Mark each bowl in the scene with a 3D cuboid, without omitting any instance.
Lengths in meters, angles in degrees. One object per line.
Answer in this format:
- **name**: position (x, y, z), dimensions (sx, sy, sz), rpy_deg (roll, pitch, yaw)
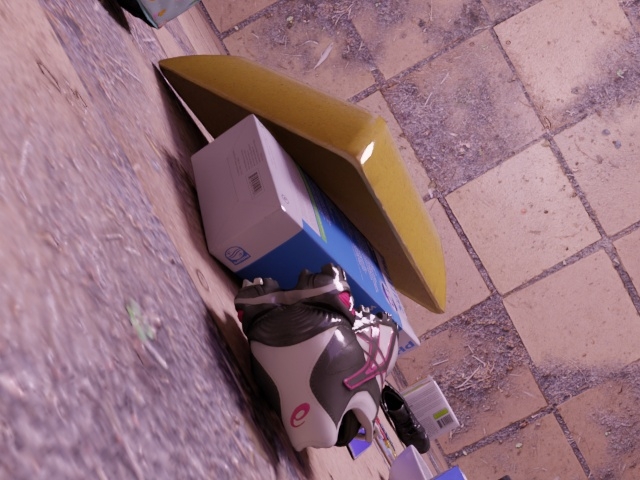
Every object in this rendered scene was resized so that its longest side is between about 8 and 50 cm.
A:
- **bowl**: position (0.129, 0.334, 0.855), dimensions (0.142, 0.053, 0.142), rpy_deg (61, 2, -35)

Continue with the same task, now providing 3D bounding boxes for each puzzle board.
- **puzzle board**: position (0.083, 0.273, 1.046), dimensions (0.128, 0.011, 0.096), rpy_deg (61, 3, -10)

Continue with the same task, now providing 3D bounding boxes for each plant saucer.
- **plant saucer**: position (0.003, -0.083, 0.855), dimensions (0.333, 0.081, 0.333), rpy_deg (32, -13, 37)

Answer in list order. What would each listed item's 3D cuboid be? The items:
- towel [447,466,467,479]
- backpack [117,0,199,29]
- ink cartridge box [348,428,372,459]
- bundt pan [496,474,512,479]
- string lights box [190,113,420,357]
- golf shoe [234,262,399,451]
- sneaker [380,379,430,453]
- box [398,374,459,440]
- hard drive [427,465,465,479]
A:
- **towel**: position (0.263, 0.478, 1.010), dimensions (0.285, 0.034, 0.209), rpy_deg (-137, -146, -60)
- **backpack**: position (-0.182, -0.325, 0.741), dimensions (0.166, 0.144, 0.188), rpy_deg (99, -34, -85)
- **ink cartridge box**: position (0.022, 0.145, 0.847), dimensions (0.208, 0.045, 0.206), rpy_deg (64, 3, 13)
- **bundt pan**: position (0.118, 0.289, 0.324), dimensions (0.331, 0.124, 0.331), rpy_deg (61, 3, -4)
- **string lights box**: position (-0.007, 0.014, 0.693), dimensions (0.260, 0.077, 0.133), rpy_deg (46, 18, -43)
- **golf shoe**: position (0.006, 0.109, 0.575), dimensions (0.273, 0.105, 0.120), rpy_deg (42, 36, -67)
- **sneaker**: position (0.149, 0.330, 1.362), dimensions (0.170, 0.051, 0.089), rpy_deg (58, 1, 18)
- **box**: position (0.215, 0.363, 1.531), dimensions (0.103, 0.114, 0.203), rpy_deg (61, 2, 9)
- **hard drive**: position (0.164, 0.377, 0.653), dimensions (0.319, 0.040, 0.210), rpy_deg (63, 19, 19)
